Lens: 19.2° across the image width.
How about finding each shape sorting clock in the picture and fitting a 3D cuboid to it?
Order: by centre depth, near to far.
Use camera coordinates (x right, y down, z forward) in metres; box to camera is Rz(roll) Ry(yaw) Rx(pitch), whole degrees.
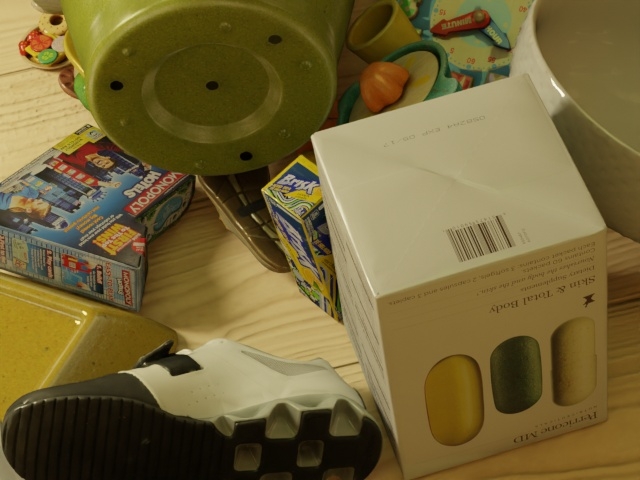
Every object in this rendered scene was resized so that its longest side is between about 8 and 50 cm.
[{"bbox_3d":[0.168,-0.228,1.968,0.206,0.040,0.206,-2,81,13],"label":"shape sorting clock"}]

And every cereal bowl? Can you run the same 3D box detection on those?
[{"bbox_3d":[0.325,-0.098,1.773,0.339,0.141,0.339,15,38,-12],"label":"cereal bowl"}]

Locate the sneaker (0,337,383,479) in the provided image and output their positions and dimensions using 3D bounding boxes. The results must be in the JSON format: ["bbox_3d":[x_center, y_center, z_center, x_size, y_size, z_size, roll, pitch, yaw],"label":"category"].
[{"bbox_3d":[-0.122,0.153,1.663,0.330,0.122,0.146,3,30,-21],"label":"sneaker"}]

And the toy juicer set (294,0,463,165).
[{"bbox_3d":[0.047,-0.109,1.823,0.209,0.089,0.329,-44,30,6],"label":"toy juicer set"}]

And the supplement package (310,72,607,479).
[{"bbox_3d":[0.125,0.035,1.646,0.199,0.263,0.198,-16,49,-5],"label":"supplement package"}]

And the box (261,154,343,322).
[{"bbox_3d":[0.000,0.000,1.756,0.054,0.169,0.059,-42,55,-16],"label":"box"}]

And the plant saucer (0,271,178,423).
[{"bbox_3d":[-0.351,0.142,1.754,0.332,0.081,0.333,16,53,21],"label":"plant saucer"}]

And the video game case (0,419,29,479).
[{"bbox_3d":[-0.366,0.289,1.575,0.300,0.036,0.329,-26,74,-13],"label":"video game case"}]

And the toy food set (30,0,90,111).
[{"bbox_3d":[-0.217,-0.167,2.012,0.128,0.071,0.218,-8,46,-41],"label":"toy food set"}]

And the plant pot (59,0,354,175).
[{"bbox_3d":[-0.112,-0.267,1.876,0.366,0.366,0.353,-7,49,3],"label":"plant pot"}]

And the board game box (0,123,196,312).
[{"bbox_3d":[-0.220,-0.015,1.865,0.194,0.060,0.194,27,45,26],"label":"board game box"}]

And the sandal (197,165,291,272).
[{"bbox_3d":[-0.071,-0.031,1.880,0.072,0.049,0.180,-20,59,-21],"label":"sandal"}]

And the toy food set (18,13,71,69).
[{"bbox_3d":[-0.293,-0.221,2.095,0.083,0.020,0.082,-40,55,-24],"label":"toy food set"}]
